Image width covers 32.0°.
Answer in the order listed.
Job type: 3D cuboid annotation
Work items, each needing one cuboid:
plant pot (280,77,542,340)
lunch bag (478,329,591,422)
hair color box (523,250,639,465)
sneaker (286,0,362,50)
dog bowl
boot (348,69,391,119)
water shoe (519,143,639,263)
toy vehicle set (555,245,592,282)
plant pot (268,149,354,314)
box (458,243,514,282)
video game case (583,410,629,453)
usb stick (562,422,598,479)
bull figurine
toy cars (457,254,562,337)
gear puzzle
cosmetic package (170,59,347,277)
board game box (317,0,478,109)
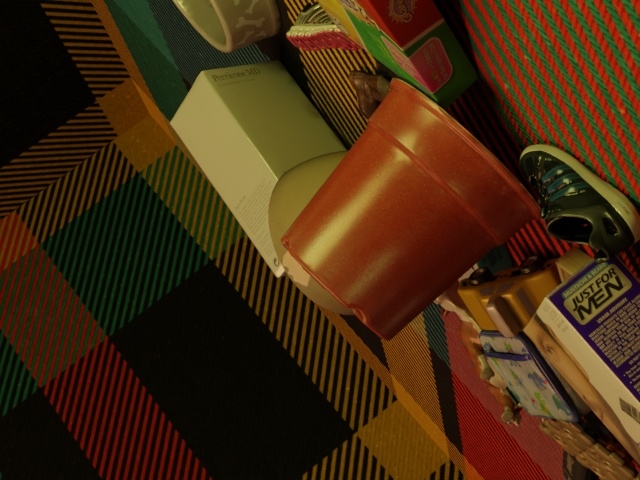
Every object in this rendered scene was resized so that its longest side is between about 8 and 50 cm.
[{"bbox_3d":[0.105,-0.028,1.491,0.272,0.265,0.272,43,-179,-1],"label":"plant pot"},{"bbox_3d":[0.339,0.190,1.737,0.176,0.090,0.219,57,169,-5],"label":"lunch bag"},{"bbox_3d":[0.398,0.186,1.320,0.339,0.110,0.185,52,171,15],"label":"hair color box"},{"bbox_3d":[0.022,-0.321,1.625,0.063,0.074,0.170,28,166,-40],"label":"sneaker"},{"bbox_3d":[-0.215,-0.490,2.008,0.348,0.102,0.349,51,171,12],"label":"dog bowl"},{"bbox_3d":[0.095,-0.217,1.739,0.106,0.037,0.114,55,166,-27],"label":"boot"},{"bbox_3d":[0.285,-0.047,1.308,0.203,0.080,0.073,42,165,49],"label":"water shoe"},{"bbox_3d":[0.421,0.133,1.447,0.267,0.035,0.166,43,166,45],"label":"toy vehicle set"},{"bbox_3d":[0.083,-0.039,1.869,0.191,0.284,0.284,-30,99,44],"label":"plant pot"},{"bbox_3d":[0.239,0.001,1.750,0.100,0.060,0.244,43,166,45],"label":"box"},{"bbox_3d":[0.421,0.225,1.807,0.285,0.025,0.204,51,170,6],"label":"video game case"},{"bbox_3d":[0.484,0.406,2.087,0.077,0.045,0.278,47,169,28],"label":"usb stick"},{"bbox_3d":[0.306,0.198,1.968,0.310,0.101,0.188,52,-168,-27],"label":"bull figurine"},{"bbox_3d":[0.187,0.053,1.645,0.394,0.087,0.176,23,136,20],"label":"toy cars"},{"bbox_3d":[0.510,0.384,1.812,0.339,0.044,0.175,39,167,13],"label":"gear puzzle"},{"bbox_3d":[-0.079,-0.142,2.087,0.385,0.217,0.156,54,132,14],"label":"cosmetic package"},{"bbox_3d":[0.041,-0.316,1.342,0.242,0.064,0.316,45,-179,39],"label":"board game box"}]
